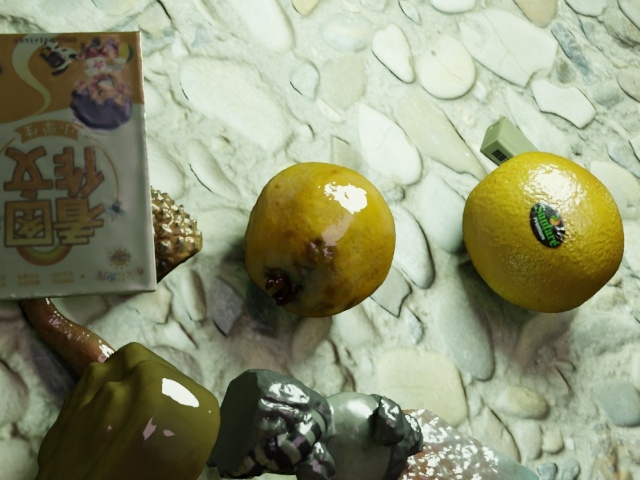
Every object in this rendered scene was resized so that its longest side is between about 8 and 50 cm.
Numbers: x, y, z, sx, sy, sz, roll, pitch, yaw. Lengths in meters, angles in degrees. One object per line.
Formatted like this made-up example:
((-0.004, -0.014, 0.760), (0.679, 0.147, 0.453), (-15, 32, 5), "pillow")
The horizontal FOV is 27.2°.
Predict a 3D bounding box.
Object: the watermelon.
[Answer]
((0.148, 0.354, 1.558), (0.302, 0.151, 0.264), (45, 44, -8), "watermelon")

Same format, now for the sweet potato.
((-0.282, 0.093, 1.445), (0.214, 0.050, 0.050), (46, 44, 2), "sweet potato")

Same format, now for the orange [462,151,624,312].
((0.317, -0.010, 1.878), (0.236, 0.236, 0.236), (20, 53, -29), "orange")

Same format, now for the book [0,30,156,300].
((-0.291, -0.084, 1.445), (0.208, 0.020, 0.295), (-3, 83, -13), "book")

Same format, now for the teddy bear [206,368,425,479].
((0.009, 0.225, 1.455), (0.251, 0.171, 0.144), (11, 70, -9), "teddy bear")

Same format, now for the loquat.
((0.000, 0.000, 1.651), (0.187, 0.176, 0.234), (36, 41, 7), "loquat")

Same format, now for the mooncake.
((-0.207, 0.217, 1.314), (0.117, 0.235, 0.235), (35, 47, -22), "mooncake")

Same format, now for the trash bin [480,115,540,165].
((0.302, -0.141, 2.069), (0.092, 0.043, 0.061), (38, 46, -16), "trash bin")

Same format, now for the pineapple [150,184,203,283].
((-0.255, -0.073, 1.528), (0.119, 0.130, 0.277), (-37, 92, -16), "pineapple")
